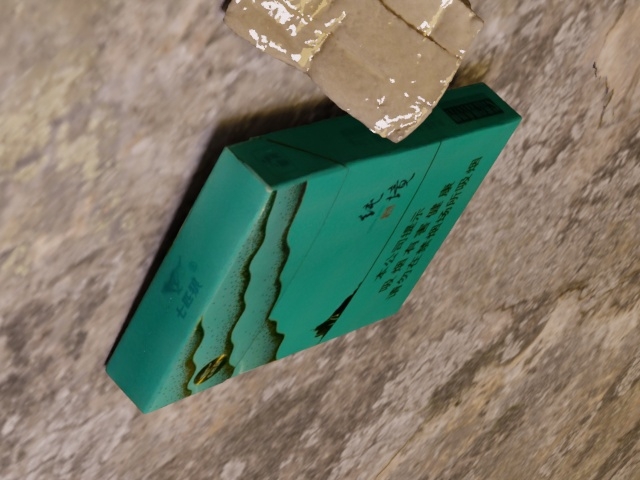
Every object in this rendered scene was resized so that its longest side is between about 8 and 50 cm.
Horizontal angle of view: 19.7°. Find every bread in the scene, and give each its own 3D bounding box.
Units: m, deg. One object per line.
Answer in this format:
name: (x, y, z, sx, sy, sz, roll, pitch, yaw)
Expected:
bread: (0.017, -0.113, 0.895, 0.077, 0.105, 0.152, -53, -173, 8)

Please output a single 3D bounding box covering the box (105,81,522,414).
box: (0.000, 0.000, 0.998, 0.226, 0.042, 0.161, -18, 145, -50)
